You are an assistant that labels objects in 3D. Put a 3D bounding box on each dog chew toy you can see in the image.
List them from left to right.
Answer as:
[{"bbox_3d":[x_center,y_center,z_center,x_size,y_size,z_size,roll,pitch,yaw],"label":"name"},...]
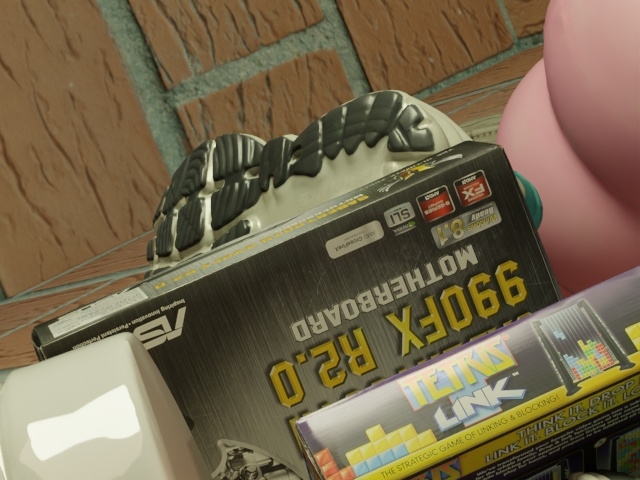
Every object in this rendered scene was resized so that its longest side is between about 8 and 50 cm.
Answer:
[{"bbox_3d":[0.195,-0.051,1.134,0.207,0.206,0.332,-28,-22,-39],"label":"dog chew toy"}]

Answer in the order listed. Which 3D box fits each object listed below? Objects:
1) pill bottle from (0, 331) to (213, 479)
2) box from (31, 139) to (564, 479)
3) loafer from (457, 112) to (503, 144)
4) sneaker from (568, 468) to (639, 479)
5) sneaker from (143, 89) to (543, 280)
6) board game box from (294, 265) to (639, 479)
[{"bbox_3d":[-0.217,0.184,0.650,0.408,0.229,0.229,-22,7,0],"label":"pill bottle"},{"bbox_3d":[0.007,0.080,0.918,0.231,0.183,0.056,-23,10,-9],"label":"box"},{"bbox_3d":[0.177,-0.065,1.756,0.319,0.112,0.111,-18,0,26],"label":"loafer"},{"bbox_3d":[0.148,0.120,0.757,0.076,0.065,0.166,-8,7,-16],"label":"sneaker"},{"bbox_3d":[0.000,0.000,1.071,0.110,0.107,0.275,21,-20,-37],"label":"sneaker"},{"bbox_3d":[0.081,0.092,0.839,0.170,0.048,0.141,-23,-36,-9],"label":"board game box"}]
